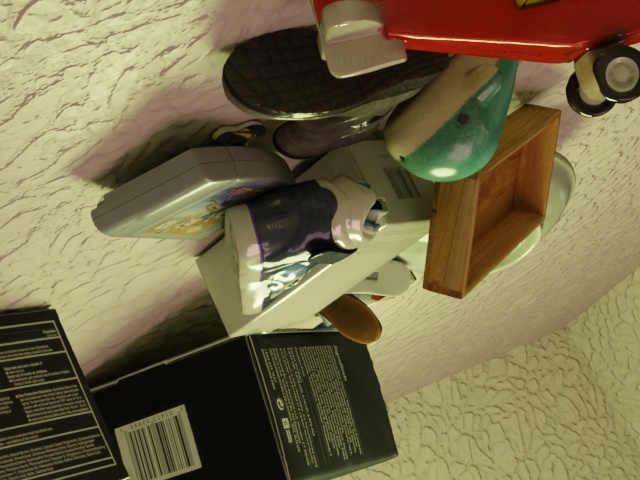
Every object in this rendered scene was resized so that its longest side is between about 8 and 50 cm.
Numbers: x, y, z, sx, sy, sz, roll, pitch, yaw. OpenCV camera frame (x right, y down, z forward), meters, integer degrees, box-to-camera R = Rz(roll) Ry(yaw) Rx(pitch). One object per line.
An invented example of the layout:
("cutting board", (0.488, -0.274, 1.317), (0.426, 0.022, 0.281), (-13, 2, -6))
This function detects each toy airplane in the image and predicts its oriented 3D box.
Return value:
("toy airplane", (0.167, -0.291, 1.303), (0.386, 0.272, 0.384), (5, 178, 44))

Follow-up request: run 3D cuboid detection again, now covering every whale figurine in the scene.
("whale figurine", (0.215, -0.192, 1.698), (0.272, 0.141, 0.216), (-45, -173, -16))

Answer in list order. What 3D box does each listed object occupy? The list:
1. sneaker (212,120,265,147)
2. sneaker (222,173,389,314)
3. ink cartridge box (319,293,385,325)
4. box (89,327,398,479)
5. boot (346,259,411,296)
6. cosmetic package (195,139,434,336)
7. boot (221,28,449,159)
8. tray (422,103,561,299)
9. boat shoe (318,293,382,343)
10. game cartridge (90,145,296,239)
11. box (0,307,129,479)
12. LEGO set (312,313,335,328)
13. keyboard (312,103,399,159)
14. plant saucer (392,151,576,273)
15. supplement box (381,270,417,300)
("sneaker", (-0.105, -0.134, 1.617), (0.083, 0.035, 0.031), (-15, 159, -37))
("sneaker", (-0.014, 0.005, 1.757), (0.236, 0.130, 0.323), (-14, 163, -8))
("ink cartridge box", (0.087, 0.092, 2.421), (0.179, 0.045, 0.145), (-30, -167, 17))
("box", (-0.180, 0.375, 2.384), (0.480, 0.297, 0.471), (-22, 169, 25))
("boot", (0.036, 0.054, 2.285), (0.258, 0.095, 0.123), (15, 177, -32))
("cosmetic package", (0.000, 0.000, 1.941), (0.365, 0.155, 0.197), (-35, 163, 33))
("boot", (-0.009, -0.168, 1.556), (0.338, 0.118, 0.222), (-10, 161, -35))
("tray", (0.280, -0.075, 1.952), (0.411, 0.076, 0.203), (-33, 133, -56))
("boat shoe", (0.035, 0.123, 2.317), (0.073, 0.207, 0.073), (-57, 164, 10))
("game cartridge", (-0.153, -0.062, 1.648), (0.198, 0.062, 0.297), (-21, 171, 21))
("box", (-0.485, 0.276, 1.764), (0.182, 0.294, 0.296), (-37, 161, 32))
("LEGO set", (0.039, 0.152, 2.577), (0.093, 0.087, 0.227), (-35, 163, 21))
("keyboard", (0.080, -0.192, 1.777), (0.072, 0.014, 0.256), (-8, 154, -48))
("plant saucer", (0.301, -0.025, 2.285), (0.400, 0.101, 0.400), (-13, 150, -8))
("supplement box", (0.143, 0.086, 2.595), (0.083, 0.056, 0.083), (-8, 153, -49))
